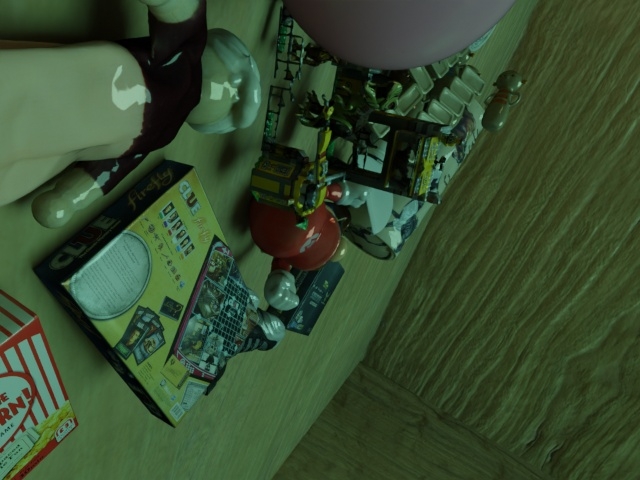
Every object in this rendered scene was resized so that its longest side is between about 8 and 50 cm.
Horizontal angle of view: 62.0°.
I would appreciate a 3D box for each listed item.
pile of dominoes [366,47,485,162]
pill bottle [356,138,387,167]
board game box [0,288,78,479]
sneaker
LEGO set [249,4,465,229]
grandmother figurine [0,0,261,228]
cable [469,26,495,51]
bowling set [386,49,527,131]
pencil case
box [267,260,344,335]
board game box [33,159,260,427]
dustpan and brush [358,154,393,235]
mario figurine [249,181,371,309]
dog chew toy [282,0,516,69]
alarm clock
[{"bbox_3d":[0.158,-0.264,0.901,0.251,0.196,0.040,-46,-154,-16],"label":"pile of dominoes"},{"bbox_3d":[0.102,-0.149,1.106,0.120,0.067,0.067,-59,165,-6],"label":"pill bottle"},{"bbox_3d":[-0.285,0.152,0.432,0.146,0.045,0.193,-48,160,-40],"label":"board game box"},{"bbox_3d":[-0.145,0.150,0.793,0.153,0.101,0.268,-56,158,-16],"label":"sneaker"},{"bbox_3d":[0.070,-0.165,0.611,0.255,0.192,0.331,-12,117,-64],"label":"LEGO set"},{"bbox_3d":[-0.144,-0.098,0.360,0.208,0.104,0.342,-38,-178,31],"label":"grandmother figurine"},{"bbox_3d":[0.365,-0.557,1.189,0.257,0.089,0.257,-39,154,-52],"label":"cable"},{"bbox_3d":[0.231,-0.320,1.029,0.200,0.287,0.154,39,71,-41],"label":"bowling set"},{"bbox_3d":[0.195,-0.149,1.206,0.160,0.184,0.410,42,79,-37],"label":"pencil case"},{"bbox_3d":[-0.026,0.114,1.180,0.183,0.059,0.232,-60,165,-7],"label":"box"},{"bbox_3d":[-0.156,0.062,0.556,0.165,0.042,0.243,-51,143,-33],"label":"board game box"},{"bbox_3d":[0.104,-0.092,1.009,0.211,0.060,0.147,-20,99,-58],"label":"dustpan and brush"},{"bbox_3d":[0.000,0.000,0.830,0.320,0.170,0.197,6,79,-82],"label":"mario figurine"},{"bbox_3d":[0.002,-0.241,0.322,0.332,0.207,0.206,12,109,-46],"label":"dog chew toy"},{"bbox_3d":[0.086,-0.214,0.956,0.129,0.064,0.192,-42,159,-51],"label":"alarm clock"}]
